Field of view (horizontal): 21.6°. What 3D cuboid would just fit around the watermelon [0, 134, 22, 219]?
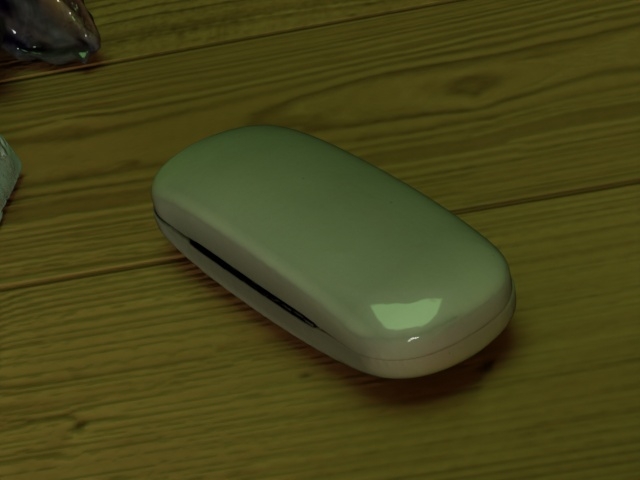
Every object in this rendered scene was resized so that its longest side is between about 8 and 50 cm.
[{"bbox_3d":[-0.201,-0.034,0.959,0.085,0.085,0.061,-34,73,-29],"label":"watermelon"}]

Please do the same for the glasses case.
[{"bbox_3d":[0.000,0.000,0.830,0.092,0.059,0.233,-29,36,-26],"label":"glasses case"}]

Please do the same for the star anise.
[{"bbox_3d":[-0.254,-0.159,1.140,0.236,0.093,0.229,3,31,17],"label":"star anise"}]
